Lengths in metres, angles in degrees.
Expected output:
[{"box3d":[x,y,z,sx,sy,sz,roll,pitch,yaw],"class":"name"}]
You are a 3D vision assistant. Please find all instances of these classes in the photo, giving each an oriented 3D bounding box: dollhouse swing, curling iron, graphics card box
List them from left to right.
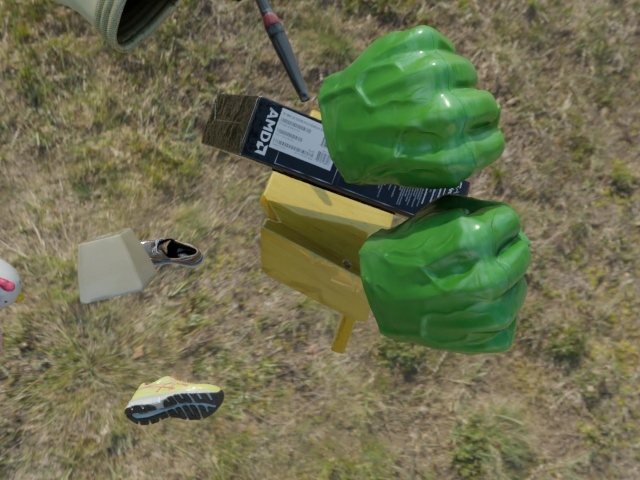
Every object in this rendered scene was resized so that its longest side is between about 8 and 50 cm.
[{"box3d":[-0.089,-0.355,1.238,0.274,0.068,0.035,58,35,0],"class":"curling iron"},{"box3d":[0.000,0.000,1.464,0.315,0.305,0.347,27,48,-10],"class":"dollhouse swing"},{"box3d":[0.020,-0.122,1.139,0.370,0.233,0.094,17,95,-24],"class":"graphics card box"}]

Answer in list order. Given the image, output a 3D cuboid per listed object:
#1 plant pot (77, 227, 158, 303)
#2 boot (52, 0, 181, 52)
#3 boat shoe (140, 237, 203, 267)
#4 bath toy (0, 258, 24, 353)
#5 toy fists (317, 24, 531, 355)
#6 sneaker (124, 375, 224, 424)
[{"box3d":[-0.349,0.037,1.232,0.109,0.109,0.096,-12,101,3],"class":"plant pot"},{"box3d":[-0.218,-0.365,0.834,0.203,0.095,0.262,39,98,24],"class":"boot"},{"box3d":[-0.376,0.021,1.775,0.183,0.066,0.066,4,66,-2],"class":"boat shoe"},{"box3d":[-0.651,0.193,1.334,0.151,0.129,0.348,43,62,-41],"class":"bath toy"},{"box3d":[0.098,-0.036,0.616,0.096,0.142,0.279,-19,99,-36],"class":"toy fists"},{"box3d":[-0.294,0.310,1.489,0.208,0.094,0.081,-8,125,11],"class":"sneaker"}]
